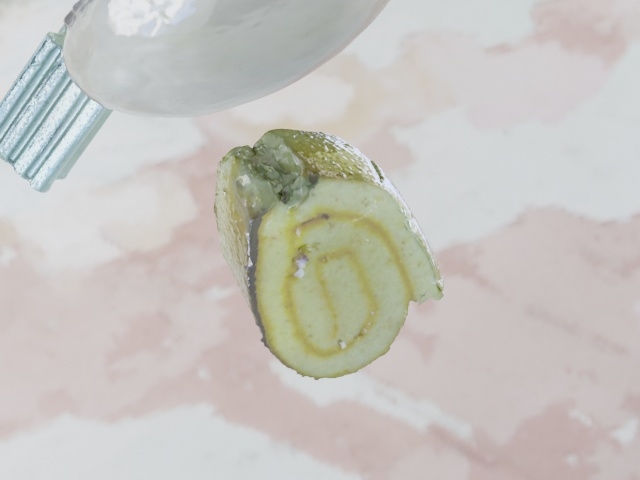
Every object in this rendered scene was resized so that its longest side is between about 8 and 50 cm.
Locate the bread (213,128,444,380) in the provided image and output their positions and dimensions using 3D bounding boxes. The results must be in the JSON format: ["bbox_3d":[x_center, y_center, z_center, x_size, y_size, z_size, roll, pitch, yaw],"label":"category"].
[{"bbox_3d":[0.000,0.000,1.852,0.186,0.257,0.124,-26,-142,-1],"label":"bread"}]

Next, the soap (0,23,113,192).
[{"bbox_3d":[-0.321,-0.160,2.364,0.198,0.114,0.063,-47,178,38],"label":"soap"}]

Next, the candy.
[{"bbox_3d":[-0.063,-0.253,1.955,0.386,0.186,0.427,-29,174,-16],"label":"candy"}]
